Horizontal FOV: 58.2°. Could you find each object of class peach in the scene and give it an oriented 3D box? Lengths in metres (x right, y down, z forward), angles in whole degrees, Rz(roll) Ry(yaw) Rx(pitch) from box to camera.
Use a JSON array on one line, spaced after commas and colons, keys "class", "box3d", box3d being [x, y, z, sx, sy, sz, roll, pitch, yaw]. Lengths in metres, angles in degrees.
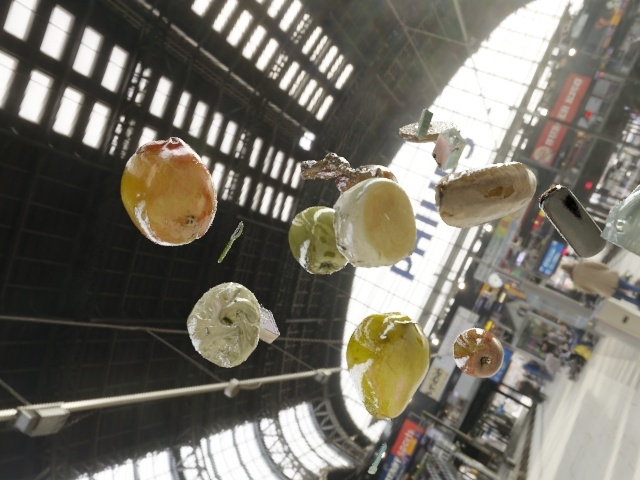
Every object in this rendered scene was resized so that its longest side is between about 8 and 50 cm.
[{"class": "peach", "box3d": [-0.522, -0.166, 1.970, 0.289, 0.372, 0.373, -20, -45, -30]}]

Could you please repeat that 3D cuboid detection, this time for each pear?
[{"class": "pear", "box3d": [0.221, 0.398, 1.855, 0.285, 0.284, 0.337, -32, -61, -52]}]

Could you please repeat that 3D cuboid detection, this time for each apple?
[{"class": "apple", "box3d": [0.000, 0.000, 2.196, 0.262, 0.262, 0.262, -47, -29, -35]}, {"class": "apple", "box3d": [0.612, 0.438, 2.226, 0.174, 0.188, 0.188, -99, 31, -79]}]

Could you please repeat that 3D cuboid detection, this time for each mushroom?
[{"class": "mushroom", "box3d": [0.637, -0.177, 2.268, 0.397, 0.313, 0.225, -7, -96, -49]}]

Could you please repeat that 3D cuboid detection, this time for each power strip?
[{"class": "power strip", "box3d": [0.256, -0.284, 1.417, 0.017, 0.027, 0.083, -12, 58, 70]}]

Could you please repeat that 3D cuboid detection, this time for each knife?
[{"class": "knife", "box3d": [-0.338, 0.008, 2.183, 0.184, 0.026, 0.022, -57, -15, 9]}, {"class": "knife", "box3d": [0.166, 0.631, 1.663, 0.027, 0.010, 0.096, 26, -89, -29]}]

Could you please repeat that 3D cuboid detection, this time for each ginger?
[{"class": "ginger", "box3d": [0.067, -0.204, 1.818, 0.084, 0.290, 0.122, -20, -55, -56]}]

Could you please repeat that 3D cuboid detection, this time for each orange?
[{"class": "orange", "box3d": [0.180, -0.172, 2.026, 0.206, 0.206, 0.206, -47, -29, -35]}]

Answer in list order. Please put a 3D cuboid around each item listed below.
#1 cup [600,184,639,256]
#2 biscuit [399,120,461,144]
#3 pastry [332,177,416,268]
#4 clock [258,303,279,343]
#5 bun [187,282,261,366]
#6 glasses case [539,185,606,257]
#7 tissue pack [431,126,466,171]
[{"class": "cup", "box3d": [1.013, -0.077, 1.819, 0.258, 0.186, 0.234, 15, -73, -32]}, {"class": "biscuit", "box3d": [0.377, -0.368, 1.980, 0.181, 0.208, 0.049, -74, -22, -64]}, {"class": "pastry", "box3d": [0.149, -0.042, 1.572, 0.264, 0.133, 0.265, 8, -103, -40]}, {"class": "clock", "box3d": [-0.292, 0.398, 2.813, 0.071, 0.192, 0.147, -45, -51, 12]}, {"class": "bun", "box3d": [-0.264, 0.240, 1.610, 0.116, 0.209, 0.237, 175, 88, -76]}, {"class": "glasses case", "box3d": [0.949, -0.068, 2.160, 0.122, 0.321, 0.082, -38, 14, 21]}, {"class": "tissue pack", "box3d": [0.342, -0.243, 1.532, 0.058, 0.074, 0.094, -17, -31, -18]}]
